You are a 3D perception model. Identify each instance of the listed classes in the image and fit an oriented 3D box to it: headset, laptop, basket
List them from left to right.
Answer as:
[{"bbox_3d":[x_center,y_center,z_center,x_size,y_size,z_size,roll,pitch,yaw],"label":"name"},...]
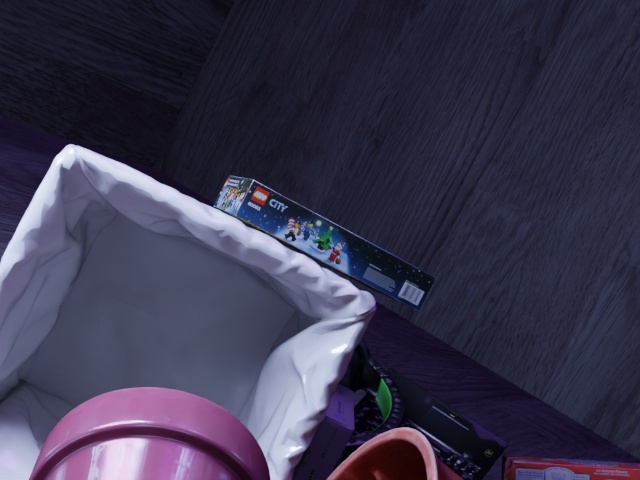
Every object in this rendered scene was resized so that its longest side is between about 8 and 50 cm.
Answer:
[{"bbox_3d":[-0.167,0.119,0.983,0.328,0.331,0.266,27,0,-5],"label":"basket"},{"bbox_3d":[-0.050,0.216,1.444,0.243,0.185,0.394,-8,37,-35],"label":"headset"},{"bbox_3d":[0.113,0.307,1.425,0.234,0.264,0.136,31,-29,28],"label":"laptop"}]

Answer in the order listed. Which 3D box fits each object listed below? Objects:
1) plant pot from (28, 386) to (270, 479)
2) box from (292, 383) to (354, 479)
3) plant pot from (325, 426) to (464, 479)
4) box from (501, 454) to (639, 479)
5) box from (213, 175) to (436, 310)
[{"bbox_3d":[-0.137,0.243,0.725,0.201,0.201,0.180,26,22,-13],"label":"plant pot"},{"bbox_3d":[-0.019,0.258,1.044,0.038,0.186,0.145,27,7,-1],"label":"box"},{"bbox_3d":[0.110,0.331,0.746,0.265,0.272,0.272,34,5,-11],"label":"plant pot"},{"bbox_3d":[0.408,0.401,1.452,0.257,0.128,0.122,2,-7,3],"label":"box"},{"bbox_3d":[0.000,0.000,1.087,0.233,0.044,0.159,28,-1,-16],"label":"box"}]
